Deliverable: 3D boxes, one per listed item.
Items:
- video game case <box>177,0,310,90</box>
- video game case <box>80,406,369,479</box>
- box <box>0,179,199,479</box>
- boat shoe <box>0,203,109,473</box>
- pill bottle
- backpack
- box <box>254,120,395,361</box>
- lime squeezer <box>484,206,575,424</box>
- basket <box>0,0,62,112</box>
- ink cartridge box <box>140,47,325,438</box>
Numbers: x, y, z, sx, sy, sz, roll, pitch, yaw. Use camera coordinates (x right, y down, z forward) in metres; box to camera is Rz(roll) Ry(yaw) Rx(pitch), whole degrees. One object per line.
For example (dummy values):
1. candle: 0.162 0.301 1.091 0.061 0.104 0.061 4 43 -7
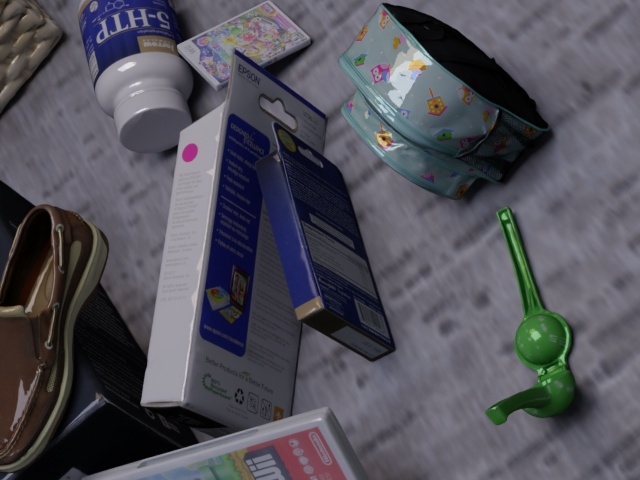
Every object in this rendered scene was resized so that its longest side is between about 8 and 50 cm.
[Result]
1. video game case: -0.084 -0.215 1.970 0.122 0.011 0.087 -29 50 -18
2. video game case: -0.070 0.278 1.688 0.285 0.204 0.025 -19 18 27
3. box: -0.356 0.159 1.886 0.293 0.212 0.395 -40 53 6
4. boat shoe: -0.283 0.086 1.691 0.095 0.095 0.257 -1 65 29
5. pill bottle: -0.203 -0.196 2.017 0.112 0.112 0.187 -30 56 20
6. backpack: 0.103 -0.138 1.735 0.144 0.188 0.166 -44 53 10
7. box: 0.000 0.000 1.779 0.036 0.136 0.225 -28 56 22
8. lime squeezer: 0.186 0.095 1.641 0.059 0.110 0.310 -44 19 31
9. basket: -0.552 -0.256 2.145 0.331 0.328 0.266 -48 54 7
10. ink cartridge box: -0.081 0.012 1.803 0.069 0.176 0.371 -4 68 34
